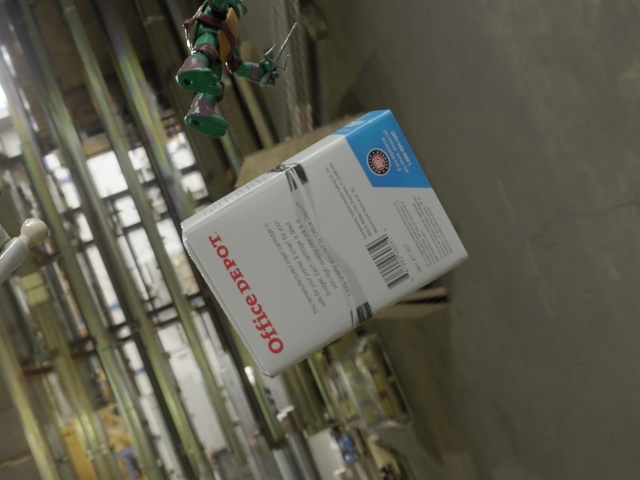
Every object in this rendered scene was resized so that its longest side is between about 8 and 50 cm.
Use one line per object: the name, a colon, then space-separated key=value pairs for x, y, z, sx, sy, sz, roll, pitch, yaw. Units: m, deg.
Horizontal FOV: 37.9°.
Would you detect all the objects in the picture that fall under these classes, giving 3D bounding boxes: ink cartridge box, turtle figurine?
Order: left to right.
turtle figurine: x=-0.118 y=-0.257 z=1.196 sx=0.175 sy=0.118 sz=0.234 roll=61 pitch=-143 yaw=-47
ink cartridge box: x=0.000 y=0.000 z=0.807 sx=0.148 sy=0.203 sz=0.086 roll=61 pitch=175 yaw=-12

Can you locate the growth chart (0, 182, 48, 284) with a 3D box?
growth chart: x=-0.254 y=-0.045 z=0.484 sx=0.237 sy=0.172 sz=0.021 roll=51 pitch=143 yaw=-15
